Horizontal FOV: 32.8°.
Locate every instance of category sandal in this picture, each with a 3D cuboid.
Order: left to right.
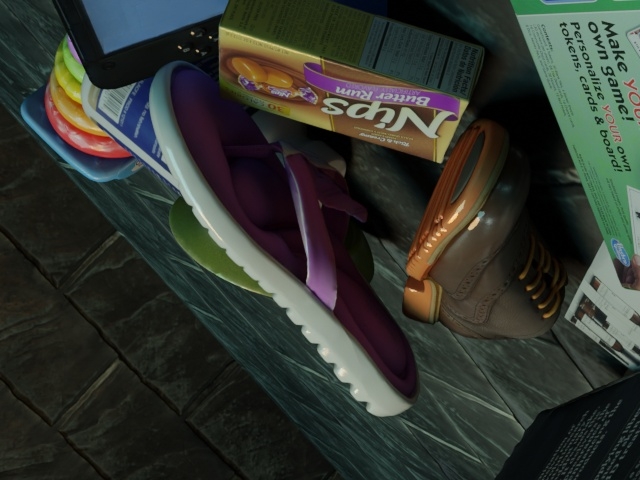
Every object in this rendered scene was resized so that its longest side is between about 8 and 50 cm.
[{"bbox_3d":[-0.001,-0.010,0.961,0.416,0.102,0.169,53,-160,-35],"label":"sandal"}]

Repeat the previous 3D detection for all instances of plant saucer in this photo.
[{"bbox_3d":[-0.048,-0.015,1.223,0.241,0.241,0.037,36,123,28],"label":"plant saucer"}]

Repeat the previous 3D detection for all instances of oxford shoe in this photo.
[{"bbox_3d":[0.150,0.005,0.901,0.133,0.130,0.363,23,168,9],"label":"oxford shoe"}]

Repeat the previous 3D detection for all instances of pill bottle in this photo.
[{"bbox_3d":[-0.111,-0.114,1.143,0.265,0.153,0.153,40,165,15],"label":"pill bottle"}]

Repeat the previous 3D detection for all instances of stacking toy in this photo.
[{"bbox_3d":[-0.242,-0.220,1.266,0.166,0.175,0.302,41,151,10],"label":"stacking toy"}]

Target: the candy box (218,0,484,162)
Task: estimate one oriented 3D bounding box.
[{"bbox_3d":[0.019,-0.126,0.819,0.187,0.053,0.109,18,159,1],"label":"candy box"}]

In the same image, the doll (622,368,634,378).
[{"bbox_3d":[0.335,0.174,0.970,0.189,0.046,0.129,46,164,-19],"label":"doll"}]

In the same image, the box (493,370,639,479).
[{"bbox_3d":[0.346,0.339,0.781,0.480,0.297,0.472,36,167,6],"label":"box"}]

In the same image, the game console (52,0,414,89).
[{"bbox_3d":[-0.075,-0.180,0.857,0.293,0.250,0.173,82,166,-66],"label":"game console"}]

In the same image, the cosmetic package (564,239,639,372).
[{"bbox_3d":[0.247,0.030,0.781,0.099,0.060,0.239,38,164,17],"label":"cosmetic package"}]

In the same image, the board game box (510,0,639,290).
[{"bbox_3d":[0.185,-0.094,0.520,0.213,0.046,0.317,16,138,58],"label":"board game box"}]
